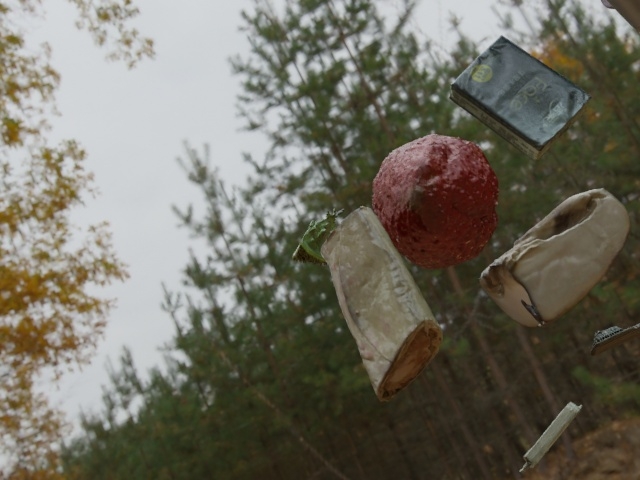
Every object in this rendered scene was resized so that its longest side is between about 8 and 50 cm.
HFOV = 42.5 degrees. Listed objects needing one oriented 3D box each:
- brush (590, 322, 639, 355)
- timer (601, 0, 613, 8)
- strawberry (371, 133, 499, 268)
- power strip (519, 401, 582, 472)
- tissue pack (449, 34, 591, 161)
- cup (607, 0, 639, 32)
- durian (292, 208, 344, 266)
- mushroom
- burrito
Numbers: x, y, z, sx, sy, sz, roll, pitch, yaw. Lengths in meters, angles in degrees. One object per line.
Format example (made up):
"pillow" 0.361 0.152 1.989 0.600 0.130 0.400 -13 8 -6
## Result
"brush" 0.512 0.149 1.369 0.190 0.027 0.034 -15 -47 -30
"timer" 0.858 -0.755 2.289 0.069 0.209 0.190 -8 13 -23
"strawberry" 0.204 -0.074 1.507 0.257 0.257 0.277 -28 -9 11
"power strip" 0.478 0.411 1.716 0.191 0.030 0.047 -47 -19 -7
"tissue pack" 0.445 -0.320 1.846 0.185 0.257 0.081 -45 -19 -13
"cup" 0.795 -0.660 1.973 0.253 0.371 0.253 -42 23 22
"durian" 0.000 0.000 1.818 0.215 0.086 0.100 -45 -32 -56
"mushroom" 0.650 0.047 2.232 0.397 0.224 0.314 -40 -10 -6
"burrito" 0.103 0.101 1.362 0.143 0.299 0.105 -34 -27 23
